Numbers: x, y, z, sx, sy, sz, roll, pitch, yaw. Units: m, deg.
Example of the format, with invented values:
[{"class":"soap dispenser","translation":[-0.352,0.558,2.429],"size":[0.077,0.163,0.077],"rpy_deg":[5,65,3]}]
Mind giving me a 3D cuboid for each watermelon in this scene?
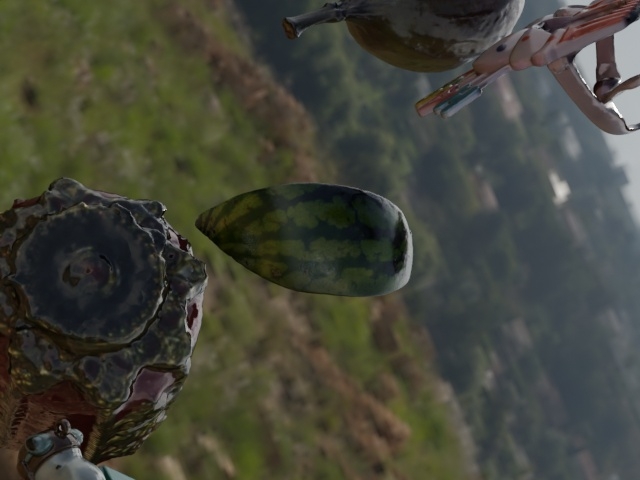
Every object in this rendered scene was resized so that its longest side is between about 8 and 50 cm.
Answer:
[{"class":"watermelon","translation":[0.005,-0.009,1.231],"size":[0.087,0.163,0.069],"rpy_deg":[52,-50,56]}]

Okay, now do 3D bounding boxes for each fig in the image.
[{"class":"fig","translation":[0.072,-0.233,1.724],"size":[0.274,0.170,0.145],"rpy_deg":[-14,90,-41]}]

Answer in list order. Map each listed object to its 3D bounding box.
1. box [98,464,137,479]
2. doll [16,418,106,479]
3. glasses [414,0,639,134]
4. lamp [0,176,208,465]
[{"class":"box","translation":[-0.121,0.310,1.466],"size":[0.245,0.153,0.092],"rpy_deg":[30,10,-34]},{"class":"doll","translation":[-0.145,0.139,0.932],"size":[0.040,0.085,0.058],"rpy_deg":[-8,50,-52]},{"class":"glasses","translation":[0.154,-0.103,1.154],"size":[0.255,0.162,0.095],"rpy_deg":[-31,104,-69]},{"class":"lamp","translation":[-0.172,0.064,1.233],"size":[0.274,0.177,0.177],"rpy_deg":[121,-49,-65]}]
